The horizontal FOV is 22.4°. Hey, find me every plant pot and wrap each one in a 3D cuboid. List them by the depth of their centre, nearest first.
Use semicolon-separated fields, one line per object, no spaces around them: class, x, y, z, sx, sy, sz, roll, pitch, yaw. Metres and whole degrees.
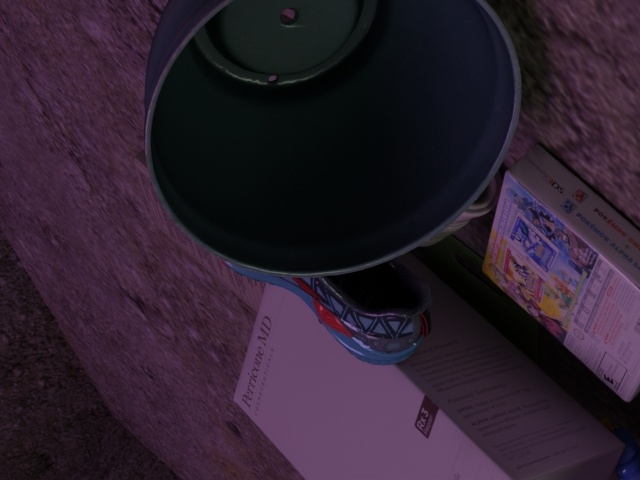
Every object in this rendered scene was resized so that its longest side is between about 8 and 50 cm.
plant pot;-0.009;-0.145;1.295;0.196;0.293;0.293;-110;-4;-49

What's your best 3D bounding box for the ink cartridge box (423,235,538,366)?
ink cartridge box;0.155;0.094;1.707;0.171;0.056;0.235;39;162;28

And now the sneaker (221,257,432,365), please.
sneaker;0.000;0.000;1.478;0.262;0.104;0.125;35;155;1

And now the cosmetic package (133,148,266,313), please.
cosmetic package;-0.065;-0.012;1.878;0.296;0.129;0.153;40;159;26

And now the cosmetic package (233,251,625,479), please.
cosmetic package;0.095;0.181;1.614;0.385;0.156;0.217;40;129;37

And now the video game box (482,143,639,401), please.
video game box;0.230;0.033;1.413;0.187;0.048;0.205;41;161;16

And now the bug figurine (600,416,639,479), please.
bug figurine;0.271;0.257;1.652;0.216;0.072;0.279;51;149;-21

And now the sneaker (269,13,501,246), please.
sneaker;0.041;-0.121;1.463;0.292;0.108;0.169;41;161;-7
